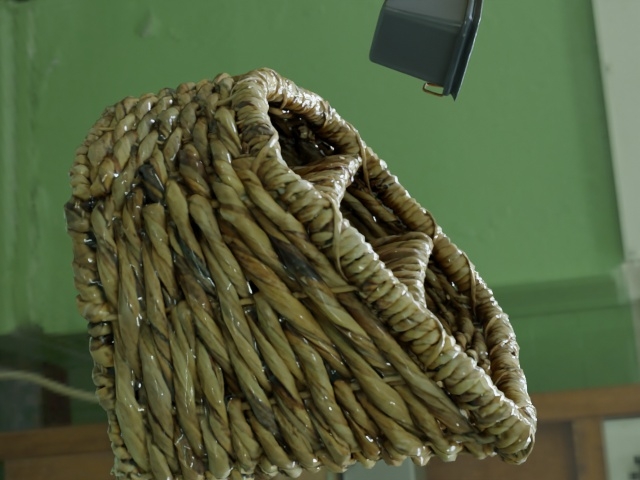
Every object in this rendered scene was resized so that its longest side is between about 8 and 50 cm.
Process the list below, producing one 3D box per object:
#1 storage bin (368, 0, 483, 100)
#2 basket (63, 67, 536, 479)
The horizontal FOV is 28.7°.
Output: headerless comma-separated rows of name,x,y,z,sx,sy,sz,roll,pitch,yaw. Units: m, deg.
storage bin,0.099,-0.194,1.189,0.135,0.091,0.098,-68,173,-62
basket,0.000,0.000,0.744,0.299,0.223,0.213,-54,135,-78
